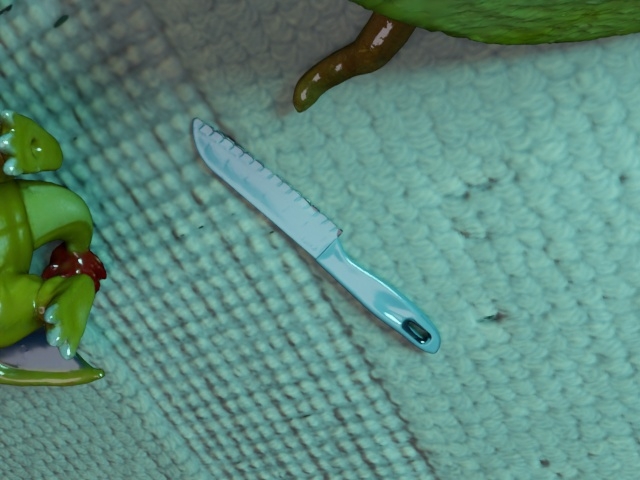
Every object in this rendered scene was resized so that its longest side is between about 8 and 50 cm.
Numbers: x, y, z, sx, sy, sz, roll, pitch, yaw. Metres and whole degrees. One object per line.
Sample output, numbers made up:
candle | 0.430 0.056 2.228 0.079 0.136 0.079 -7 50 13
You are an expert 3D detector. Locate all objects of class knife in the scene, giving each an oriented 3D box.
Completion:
knife | 0.000 0.000 0.606 0.313 0.019 0.044 40 115 -9

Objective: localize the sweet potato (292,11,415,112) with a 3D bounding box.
sweet potato | 0.043 -0.153 0.485 0.044 0.044 0.179 41 130 -10

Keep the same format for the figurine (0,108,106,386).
figurine | -0.385 0.026 0.561 0.387 0.268 0.401 -7 122 2

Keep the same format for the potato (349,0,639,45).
potato | 0.126 -0.258 0.322 0.330 0.213 0.280 -7 94 -4
